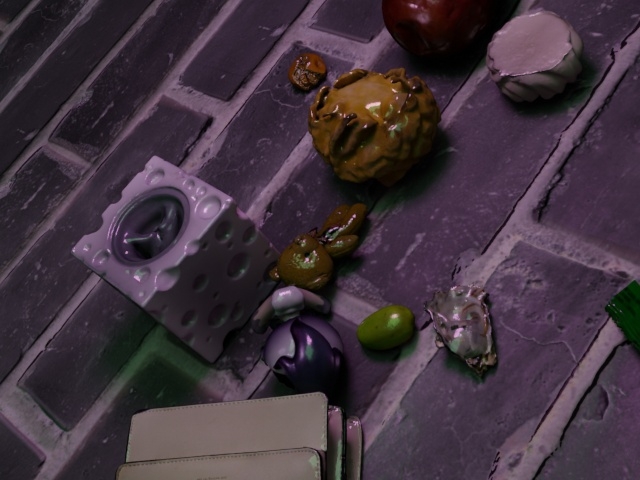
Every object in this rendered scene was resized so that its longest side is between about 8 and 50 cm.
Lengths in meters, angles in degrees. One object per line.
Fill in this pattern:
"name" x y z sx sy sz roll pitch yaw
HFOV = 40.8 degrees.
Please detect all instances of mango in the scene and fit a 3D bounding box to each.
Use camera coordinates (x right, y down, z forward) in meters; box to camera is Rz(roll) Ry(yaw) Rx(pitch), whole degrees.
"mango" 0.107 0.146 1.433 0.108 0.056 0.073 -21 46 30

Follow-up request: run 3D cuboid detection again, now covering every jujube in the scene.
"jujube" 0.254 -0.506 1.708 0.223 0.223 0.318 13 62 34

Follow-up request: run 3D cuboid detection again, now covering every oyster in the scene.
"oyster" 0.223 0.139 1.375 0.108 0.053 0.165 -1 45 -4

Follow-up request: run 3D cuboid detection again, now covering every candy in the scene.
"candy" 0.527 0.087 1.235 0.203 0.078 0.141 -27 50 3

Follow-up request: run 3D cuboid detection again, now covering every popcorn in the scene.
"popcorn" 0.094 -0.211 1.599 0.250 0.190 0.250 -18 53 25

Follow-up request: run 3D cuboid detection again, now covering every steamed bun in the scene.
"steamed bun" 0.391 -0.328 1.574 0.183 0.106 0.182 -15 55 22

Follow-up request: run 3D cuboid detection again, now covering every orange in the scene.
"orange" -0.032 -0.369 1.856 0.086 0.062 0.086 -15 50 19

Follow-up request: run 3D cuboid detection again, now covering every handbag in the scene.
"handbag" -0.129 0.377 1.333 0.359 0.160 0.236 -10 62 22

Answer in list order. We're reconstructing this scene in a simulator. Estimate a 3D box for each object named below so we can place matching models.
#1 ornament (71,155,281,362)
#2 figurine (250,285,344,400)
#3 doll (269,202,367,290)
"ornament" -0.252 0.034 1.579 0.239 0.239 0.240 29 75 40
"figurine" -0.026 0.171 1.436 0.145 0.145 0.222 -30 48 7
"doll" 0.000 0.000 1.559 0.137 0.097 0.209 9 53 44
